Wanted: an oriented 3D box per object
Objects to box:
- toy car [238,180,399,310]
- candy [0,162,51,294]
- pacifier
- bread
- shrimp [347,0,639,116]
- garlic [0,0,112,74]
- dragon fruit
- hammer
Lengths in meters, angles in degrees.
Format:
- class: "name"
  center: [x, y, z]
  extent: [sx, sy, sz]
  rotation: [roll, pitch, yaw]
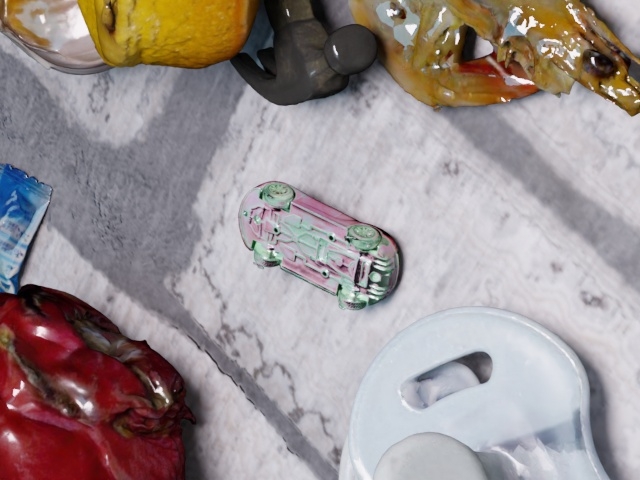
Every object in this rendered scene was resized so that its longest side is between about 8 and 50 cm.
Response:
- class: "toy car"
  center: [0.000, 0.000, 1.378]
  extent: [0.142, 0.055, 0.069]
  rotation: [26, 126, 25]
- class: "candy"
  center: [-0.308, -0.008, 1.675]
  extent: [0.088, 0.038, 0.136]
  rotation: [32, 111, 30]
- class: "pacifier"
  center: [0.095, 0.189, 1.217]
  extent: [0.227, 0.207, 0.279]
  rotation: [-26, 78, 22]
- class: "bread"
  center: [-0.119, -0.256, 1.281]
  extent: [0.195, 0.142, 0.270]
  rotation: [-154, 53, -69]
- class: "shrimp"
  center: [0.114, -0.142, 1.231]
  extent: [0.287, 0.063, 0.152]
  rotation: [43, 128, 32]
- class: "garlic"
  center: [-0.227, -0.264, 1.431]
  extent: [0.207, 0.207, 0.257]
  rotation: [4, 98, 42]
- class: "dragon fruit"
  center: [-0.261, 0.195, 1.502]
  extent: [0.329, 0.329, 0.329]
  rotation: [12, 108, 41]
- class: "hammer"
  center: [-0.057, -0.318, 1.344]
  extent: [0.168, 0.044, 0.440]
  rotation: [-21, 82, 61]
